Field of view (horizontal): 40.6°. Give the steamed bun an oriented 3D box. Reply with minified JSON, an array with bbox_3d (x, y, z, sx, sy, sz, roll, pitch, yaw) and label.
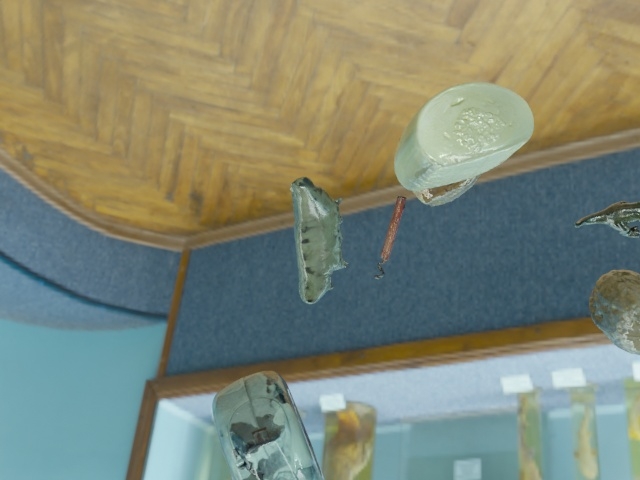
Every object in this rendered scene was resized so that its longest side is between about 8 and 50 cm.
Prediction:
[{"bbox_3d":[0.263,-0.201,1.656,0.250,0.155,0.200,-15,169,-15],"label":"steamed bun"}]

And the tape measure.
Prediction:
[{"bbox_3d":[-0.090,0.358,1.467,0.147,0.275,0.256,-21,106,-5],"label":"tape measure"}]

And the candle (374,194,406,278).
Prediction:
[{"bbox_3d":[0.135,-0.004,1.656,0.021,0.168,0.026,19,-169,23],"label":"candle"}]

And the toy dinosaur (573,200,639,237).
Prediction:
[{"bbox_3d":[0.685,-0.071,1.952,0.178,0.087,0.187,21,148,-39],"label":"toy dinosaur"}]

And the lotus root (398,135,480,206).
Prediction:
[{"bbox_3d":[0.296,-0.195,1.959,0.180,0.199,0.188,-21,111,50],"label":"lotus root"}]

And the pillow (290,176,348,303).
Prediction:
[{"bbox_3d":[0.001,-0.001,1.506,0.093,0.051,0.241,-11,114,-15],"label":"pillow"}]

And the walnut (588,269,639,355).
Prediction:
[{"bbox_3d":[0.682,0.154,1.898,0.178,0.230,0.178,-9,119,-16],"label":"walnut"}]
